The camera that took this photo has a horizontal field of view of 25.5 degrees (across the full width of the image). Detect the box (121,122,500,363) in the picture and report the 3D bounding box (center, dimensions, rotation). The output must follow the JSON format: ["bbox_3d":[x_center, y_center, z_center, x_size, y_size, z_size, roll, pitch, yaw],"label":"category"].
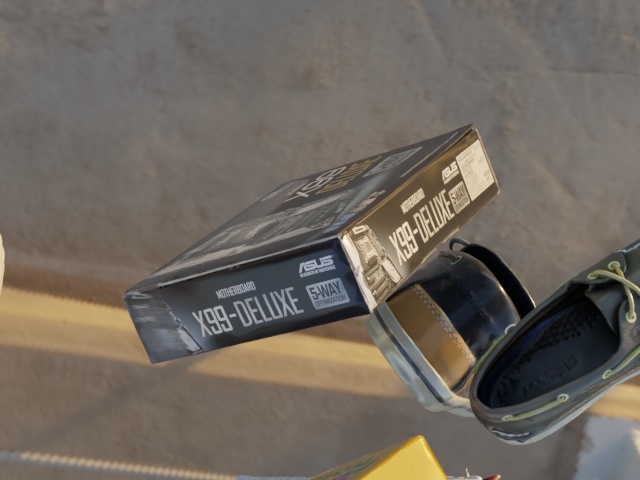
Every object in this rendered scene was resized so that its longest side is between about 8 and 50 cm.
[{"bbox_3d":[0.000,0.000,1.316,0.307,0.242,0.076,-38,109,-54],"label":"box"}]

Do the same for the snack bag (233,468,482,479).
[{"bbox_3d":[-0.021,0.357,1.478,0.323,0.342,0.037,-4,118,26],"label":"snack bag"}]

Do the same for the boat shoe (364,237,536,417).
[{"bbox_3d":[0.175,0.098,1.644,0.156,0.500,0.187,-39,80,6],"label":"boat shoe"}]

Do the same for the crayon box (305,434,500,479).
[{"bbox_3d":[-0.022,0.264,1.155,0.318,0.202,0.081,-30,88,-42],"label":"crayon box"}]

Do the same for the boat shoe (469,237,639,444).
[{"bbox_3d":[0.268,0.077,1.323,0.305,0.109,0.091,-40,153,6],"label":"boat shoe"}]

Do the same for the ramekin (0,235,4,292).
[{"bbox_3d":[-0.318,0.022,0.979,0.207,0.109,0.207,4,135,4],"label":"ramekin"}]
